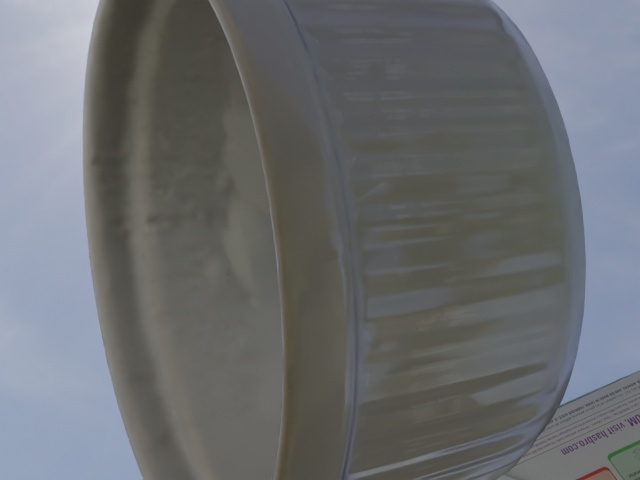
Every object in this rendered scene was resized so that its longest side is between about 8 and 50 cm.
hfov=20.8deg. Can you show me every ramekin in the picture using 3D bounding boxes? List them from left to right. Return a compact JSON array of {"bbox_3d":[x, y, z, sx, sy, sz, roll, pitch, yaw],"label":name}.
[{"bbox_3d":[0.000,0.000,0.580,0.207,0.109,0.207,173,-90,-68],"label":"ramekin"}]

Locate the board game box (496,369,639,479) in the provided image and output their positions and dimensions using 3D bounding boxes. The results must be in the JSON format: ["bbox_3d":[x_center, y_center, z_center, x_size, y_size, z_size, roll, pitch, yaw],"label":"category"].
[{"bbox_3d":[0.192,0.215,0.952,0.316,0.242,0.064,-122,-168,-48],"label":"board game box"}]
